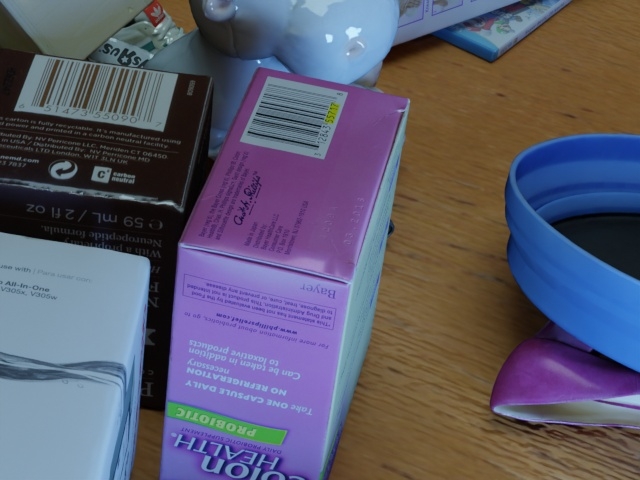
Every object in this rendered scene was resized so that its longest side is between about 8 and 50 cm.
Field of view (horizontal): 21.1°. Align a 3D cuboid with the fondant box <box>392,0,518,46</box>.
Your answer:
[{"bbox_3d":[0.112,-0.328,1.791,0.330,0.096,0.238,-24,44,-29],"label":"fondant box"}]

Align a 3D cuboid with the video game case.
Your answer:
[{"bbox_3d":[0.172,-0.246,1.782,0.119,0.015,0.166,29,44,23],"label":"video game case"}]

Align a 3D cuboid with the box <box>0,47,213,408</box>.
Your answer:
[{"bbox_3d":[-0.177,-0.009,1.291,0.168,0.203,0.167,7,40,0],"label":"box"}]

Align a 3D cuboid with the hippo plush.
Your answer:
[{"bbox_3d":[-0.044,-0.189,1.460,0.294,0.236,0.234,22,48,1],"label":"hippo plush"}]

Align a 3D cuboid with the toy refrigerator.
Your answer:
[{"bbox_3d":[-0.235,-0.192,1.464,0.102,0.094,0.269,-43,16,-15],"label":"toy refrigerator"}]

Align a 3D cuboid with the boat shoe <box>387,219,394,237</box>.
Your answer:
[{"bbox_3d":[0.000,0.000,1.424,0.049,0.056,0.152,32,45,34],"label":"boat shoe"}]

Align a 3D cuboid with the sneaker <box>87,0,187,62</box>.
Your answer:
[{"bbox_3d":[-0.147,-0.181,1.604,0.161,0.075,0.057,22,41,17],"label":"sneaker"}]

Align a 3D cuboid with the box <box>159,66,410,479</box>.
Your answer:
[{"bbox_3d":[-0.026,0.041,1.223,0.117,0.243,0.213,12,40,6],"label":"box"}]

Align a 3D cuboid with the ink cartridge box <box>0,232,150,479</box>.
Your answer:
[{"bbox_3d":[-0.189,0.165,1.070,0.121,0.211,0.289,9,40,-2],"label":"ink cartridge box"}]

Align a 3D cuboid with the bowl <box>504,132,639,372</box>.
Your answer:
[{"bbox_3d":[0.331,0.023,1.360,0.391,0.077,0.391,11,23,-4],"label":"bowl"}]

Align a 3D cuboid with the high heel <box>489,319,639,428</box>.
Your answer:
[{"bbox_3d":[0.252,0.139,1.290,0.244,0.082,0.117,32,60,17],"label":"high heel"}]
